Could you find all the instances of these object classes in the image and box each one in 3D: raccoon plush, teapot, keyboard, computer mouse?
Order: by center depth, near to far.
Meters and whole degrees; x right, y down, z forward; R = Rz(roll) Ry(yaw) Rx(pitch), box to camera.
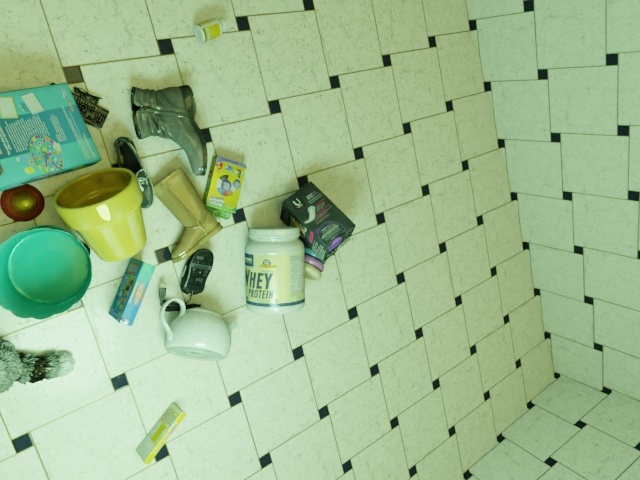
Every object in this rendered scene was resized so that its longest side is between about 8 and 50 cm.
[{"bbox_3d":[-0.931,0.371,1.435,0.446,0.299,0.216,-8,98,-34],"label":"raccoon plush"},{"bbox_3d":[-0.784,-0.448,1.625,0.192,0.038,0.100,25,80,-34],"label":"keyboard"},{"bbox_3d":[-0.835,0.116,1.636,0.071,0.041,0.242,38,74,-32],"label":"computer mouse"},{"bbox_3d":[-0.441,0.322,1.828,0.252,0.256,0.187,7,65,-3],"label":"teapot"},{"bbox_3d":[-0.505,0.144,1.859,0.184,0.060,0.262,7,102,-39],"label":"computer mouse"}]

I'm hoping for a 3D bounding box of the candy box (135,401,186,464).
[{"bbox_3d":[-0.579,0.697,1.824,0.027,0.105,0.206,48,69,-28],"label":"candy box"}]

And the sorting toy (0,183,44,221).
[{"bbox_3d":[-0.964,-0.204,1.469,0.127,0.126,0.365,-48,119,-22],"label":"sorting toy"}]

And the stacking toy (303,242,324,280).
[{"bbox_3d":[0.000,0.000,2.156,0.141,0.141,0.330,37,69,-31],"label":"stacking toy"}]

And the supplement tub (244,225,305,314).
[{"bbox_3d":[-0.179,0.111,1.971,0.235,0.235,0.325,-4,96,-34],"label":"supplement tub"}]

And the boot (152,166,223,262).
[{"bbox_3d":[-0.518,-0.088,1.817,0.236,0.089,0.269,-42,110,-18],"label":"boot"}]

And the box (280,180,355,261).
[{"bbox_3d":[-0.014,-0.076,2.043,0.165,0.143,0.270,-38,76,-23],"label":"box"}]

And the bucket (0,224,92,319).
[{"bbox_3d":[-0.834,0.089,1.521,0.281,0.183,0.281,-1,94,-22],"label":"bucket"}]

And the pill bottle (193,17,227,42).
[{"bbox_3d":[-0.401,-0.776,1.843,0.116,0.065,0.065,-35,112,-27],"label":"pill bottle"}]

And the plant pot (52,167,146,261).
[{"bbox_3d":[-0.680,-0.070,1.612,0.254,0.254,0.239,-32,130,-28],"label":"plant pot"}]

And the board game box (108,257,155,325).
[{"bbox_3d":[-0.641,0.170,1.703,0.047,0.160,0.210,25,81,-34],"label":"board game box"}]

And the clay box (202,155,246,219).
[{"bbox_3d":[-0.371,-0.199,1.922,0.127,0.053,0.222,14,85,-34],"label":"clay box"}]

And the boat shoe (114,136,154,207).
[{"bbox_3d":[-0.633,-0.228,1.707,0.095,0.079,0.254,-14,102,-9],"label":"boat shoe"}]

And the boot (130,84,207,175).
[{"bbox_3d":[-0.538,-0.375,1.770,0.222,0.118,0.338,-17,92,-30],"label":"boot"}]

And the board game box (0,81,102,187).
[{"bbox_3d":[-0.859,-0.303,1.465,0.336,0.079,0.254,-30,102,-44],"label":"board game box"}]
